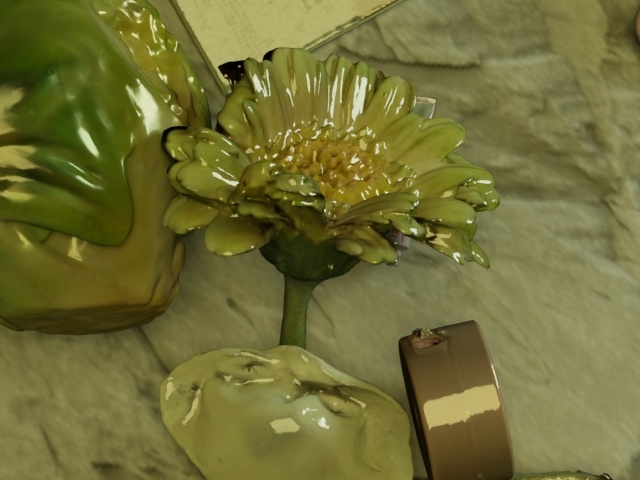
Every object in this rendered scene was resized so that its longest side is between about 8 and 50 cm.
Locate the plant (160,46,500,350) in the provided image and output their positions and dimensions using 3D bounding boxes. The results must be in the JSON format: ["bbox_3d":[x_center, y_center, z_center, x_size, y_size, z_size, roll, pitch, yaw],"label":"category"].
[{"bbox_3d":[0.000,-0.048,1.318,0.305,0.297,0.261,0,68,-14],"label":"plant"}]

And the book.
[{"bbox_3d":[-0.011,-0.307,1.453,0.310,0.021,0.217,-30,84,-5],"label":"book"}]

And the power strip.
[{"bbox_3d":[0.123,0.149,1.330,0.078,0.154,0.154,-12,83,0],"label":"power strip"}]

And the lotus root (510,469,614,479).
[{"bbox_3d":[0.220,0.276,1.358,0.144,0.070,0.143,-21,77,0],"label":"lotus root"}]

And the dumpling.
[{"bbox_3d":[-0.028,0.178,1.332,0.250,0.132,0.162,31,92,0],"label":"dumpling"}]

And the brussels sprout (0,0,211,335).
[{"bbox_3d":[-0.239,-0.082,1.295,0.344,0.268,0.344,2,80,-11],"label":"brussels sprout"}]

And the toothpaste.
[{"bbox_3d":[0.080,-0.059,1.419,0.045,0.028,0.170,6,81,9],"label":"toothpaste"}]

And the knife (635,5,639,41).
[{"bbox_3d":[0.450,-0.134,1.426,0.336,0.043,0.081,34,109,2],"label":"knife"}]
